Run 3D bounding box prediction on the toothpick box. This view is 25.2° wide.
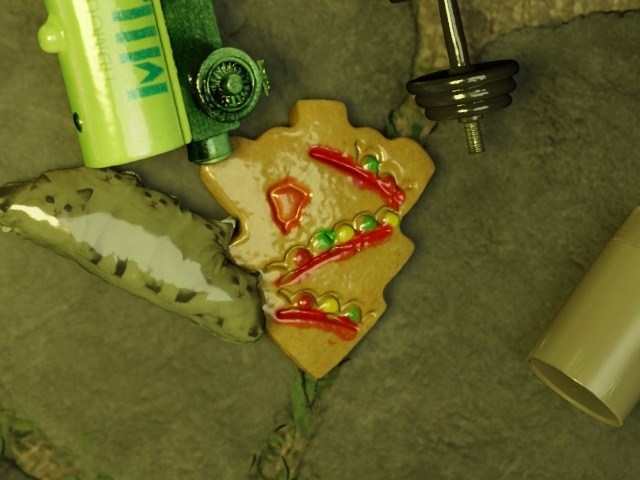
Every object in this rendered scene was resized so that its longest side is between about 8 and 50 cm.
[{"bbox_3d":[0.282,0.067,1.309,0.111,0.111,0.180,42,79,-22],"label":"toothpick box"}]

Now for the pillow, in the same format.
[{"bbox_3d":[-0.138,-0.002,1.140,0.241,0.051,0.093,27,77,-15],"label":"pillow"}]

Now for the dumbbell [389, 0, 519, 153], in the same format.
[{"bbox_3d":[0.113,-0.176,1.213,0.099,0.099,0.208,-17,101,-22],"label":"dumbbell"}]

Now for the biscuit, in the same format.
[{"bbox_3d":[0.000,0.000,1.214,0.212,0.041,0.238,-2,96,-25],"label":"biscuit"}]

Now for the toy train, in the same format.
[{"bbox_3d":[-0.143,-0.169,1.088,0.157,0.105,0.253,-21,106,-30],"label":"toy train"}]
